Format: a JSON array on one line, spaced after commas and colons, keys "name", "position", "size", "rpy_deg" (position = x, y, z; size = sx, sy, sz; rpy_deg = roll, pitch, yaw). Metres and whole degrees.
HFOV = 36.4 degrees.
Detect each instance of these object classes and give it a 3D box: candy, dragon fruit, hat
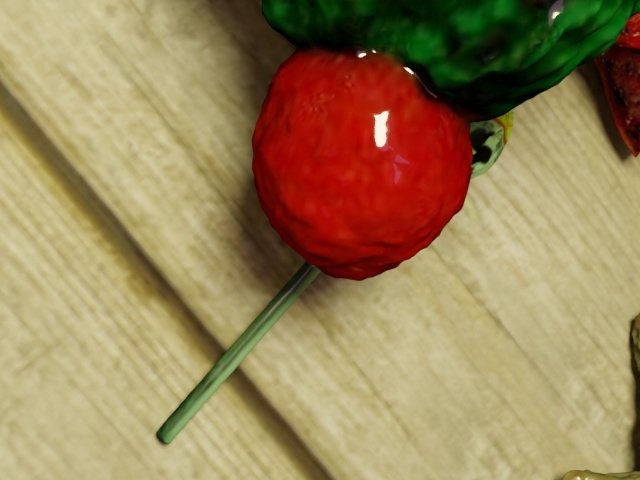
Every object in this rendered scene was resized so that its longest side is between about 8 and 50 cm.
[{"name": "candy", "position": [0.000, 0.000, 0.591], "size": [0.091, 0.083, 0.305], "rpy_deg": [41, 87, 22]}, {"name": "dragon fruit", "position": [0.270, -0.155, 0.649], "size": [0.192, 0.122, 0.092], "rpy_deg": [-36, 87, -13]}, {"name": "hat", "position": [0.064, -0.138, 0.469], "size": [0.242, 0.274, 0.332], "rpy_deg": [0, 110, -29]}]

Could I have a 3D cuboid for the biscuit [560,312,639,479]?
[{"name": "biscuit", "position": [0.227, 0.143, 0.668], "size": [0.183, 0.039, 0.174], "rpy_deg": [-25, 86, -7]}]
